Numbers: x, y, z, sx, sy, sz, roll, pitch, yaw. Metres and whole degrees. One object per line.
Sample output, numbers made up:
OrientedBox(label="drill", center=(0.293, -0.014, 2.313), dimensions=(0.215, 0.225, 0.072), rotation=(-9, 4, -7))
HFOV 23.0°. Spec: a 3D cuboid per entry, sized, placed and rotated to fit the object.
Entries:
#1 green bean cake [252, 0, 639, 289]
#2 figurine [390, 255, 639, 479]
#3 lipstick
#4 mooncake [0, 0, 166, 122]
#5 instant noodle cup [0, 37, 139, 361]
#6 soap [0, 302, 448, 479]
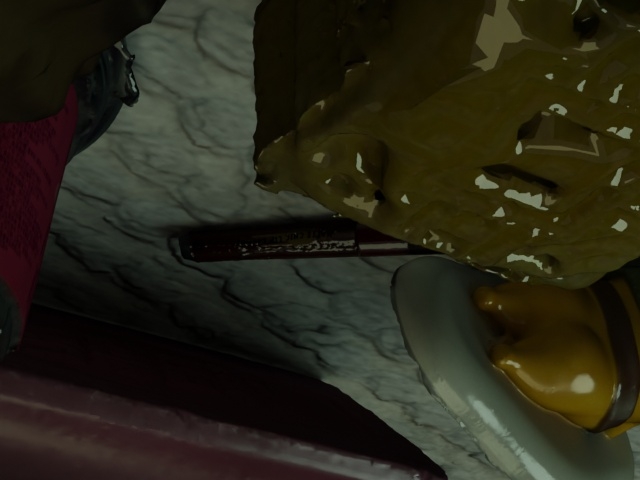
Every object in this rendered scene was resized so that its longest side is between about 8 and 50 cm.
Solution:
OrientedBox(label="green bean cake", center=(0.101, -0.081, 0.711), dimensions=(0.229, 0.131, 0.224), rotation=(18, 145, -27))
OrientedBox(label="figurine", center=(0.168, 0.063, 0.948), dimensions=(0.141, 0.167, 0.250), rotation=(-30, 146, 25))
OrientedBox(label="lipstick", center=(0.000, 0.001, 0.966), dimensions=(0.176, 0.027, 0.027), rotation=(-4, 150, 12))
OrientedBox(label="mooncake", center=(-0.133, -0.180, 0.378), dimensions=(0.187, 0.324, 0.324), rotation=(-6, 150, 1))
OrientedBox(label="instant noodle cup", center=(-0.230, -0.031, 0.767), dimensions=(0.302, 0.182, 0.258), rotation=(-23, 141, 36))
OrientedBox(label="soap", center=(-0.128, 0.134, 1.004), dimensions=(0.359, 0.128, 0.233), rotation=(17, -176, -24))
